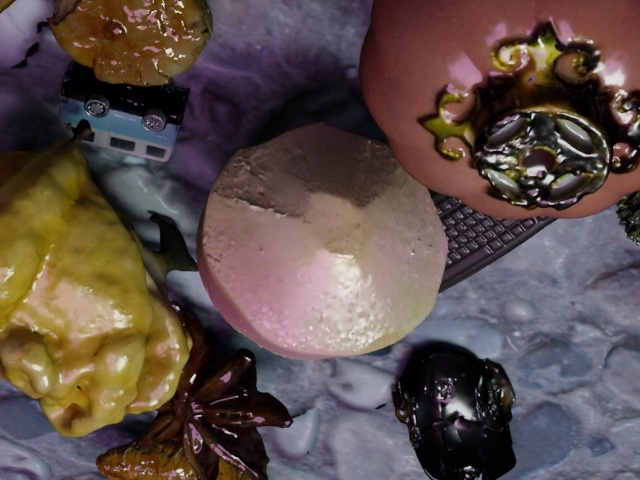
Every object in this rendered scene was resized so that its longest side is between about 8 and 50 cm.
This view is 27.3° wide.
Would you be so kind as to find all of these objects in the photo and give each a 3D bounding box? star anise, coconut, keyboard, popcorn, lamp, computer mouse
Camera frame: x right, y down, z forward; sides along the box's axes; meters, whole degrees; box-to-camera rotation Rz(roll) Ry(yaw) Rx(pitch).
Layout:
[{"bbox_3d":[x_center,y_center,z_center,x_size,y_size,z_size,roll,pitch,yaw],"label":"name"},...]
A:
[{"bbox_3d":[-0.139,0.176,1.559,0.272,0.102,0.272,15,122,25],"label":"star anise"},{"bbox_3d":[0.000,0.000,1.250,0.233,0.233,0.245,21,169,-10],"label":"coconut"},{"bbox_3d":[0.128,-0.004,1.373,0.381,0.041,0.103,-33,102,36],"label":"keyboard"},{"bbox_3d":[-0.270,0.047,1.315,0.281,0.297,0.316,-41,118,-1],"label":"popcorn"},{"bbox_3d":[0.182,-0.138,1.103,0.305,0.240,0.305,5,133,5],"label":"lamp"},{"bbox_3d":[0.160,0.224,1.561,0.146,0.078,0.242,-8,131,19],"label":"computer mouse"}]

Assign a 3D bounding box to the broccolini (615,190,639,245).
[{"bbox_3d":[0.349,-0.160,1.193,0.074,0.079,0.392,15,126,3],"label":"broccolini"}]

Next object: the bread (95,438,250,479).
[{"bbox_3d":[-0.169,0.290,1.677,0.233,0.076,0.105,17,146,-16],"label":"bread"}]

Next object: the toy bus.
[{"bbox_3d":[-0.198,-0.125,1.305,0.122,0.060,0.075,14,137,-7],"label":"toy bus"}]

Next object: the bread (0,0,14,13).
[{"bbox_3d":[-0.377,-0.212,1.154,0.314,0.192,0.171,-33,108,36],"label":"bread"}]

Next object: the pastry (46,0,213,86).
[{"bbox_3d":[-0.173,-0.208,1.208,0.153,0.081,0.153,-1,134,-1],"label":"pastry"}]
